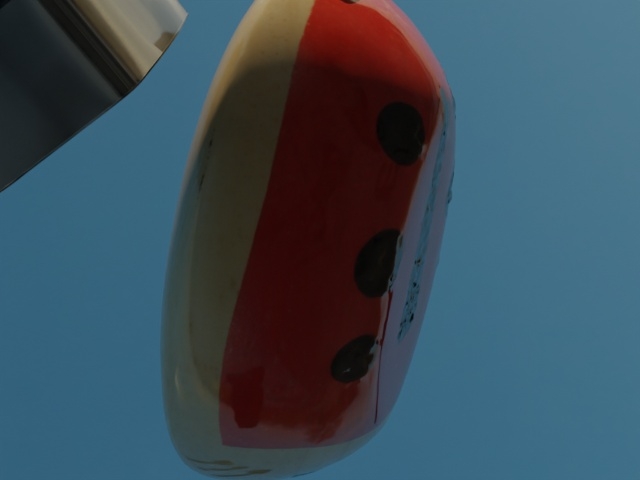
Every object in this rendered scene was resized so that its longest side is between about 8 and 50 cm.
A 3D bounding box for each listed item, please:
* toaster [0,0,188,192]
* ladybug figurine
[{"bbox_3d":[-0.186,-0.134,1.055,0.110,0.185,0.168,49,-157,-16],"label":"toaster"},{"bbox_3d":[0.000,0.000,1.213,0.305,0.162,0.449,-50,-27,-54],"label":"ladybug figurine"}]
